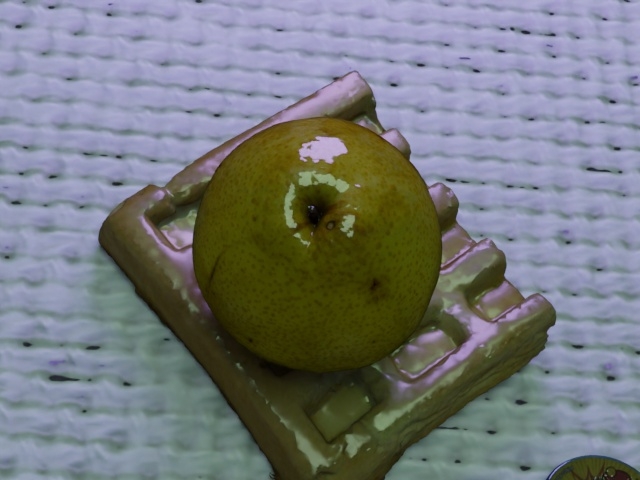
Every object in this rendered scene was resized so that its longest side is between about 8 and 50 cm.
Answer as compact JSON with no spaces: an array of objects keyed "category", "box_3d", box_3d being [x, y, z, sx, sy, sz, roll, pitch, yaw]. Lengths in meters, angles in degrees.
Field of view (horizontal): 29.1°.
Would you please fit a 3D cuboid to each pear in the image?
[{"category":"pear","box_3d":[0.000,0.000,0.988,0.209,0.209,0.209,4,61,-8]}]

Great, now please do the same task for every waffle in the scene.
[{"category":"waffle","box_3d":[0.005,0.038,1.124,0.304,0.077,0.348,-32,71,-23]}]

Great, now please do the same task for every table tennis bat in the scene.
[{"category":"table tennis bat","box_3d":[0.270,0.244,1.089,0.155,0.019,0.100,15,59,1]}]
